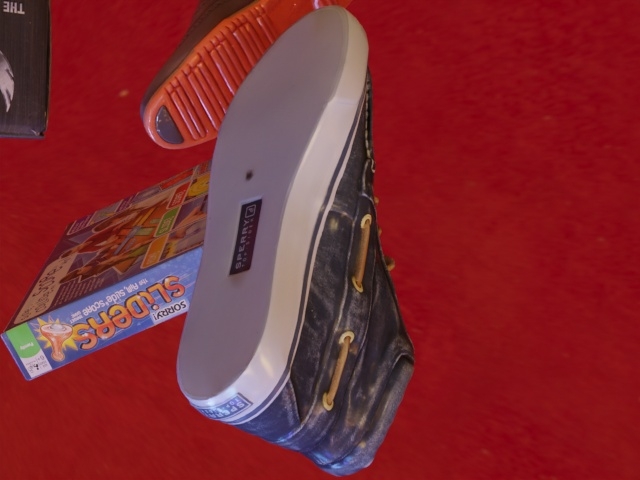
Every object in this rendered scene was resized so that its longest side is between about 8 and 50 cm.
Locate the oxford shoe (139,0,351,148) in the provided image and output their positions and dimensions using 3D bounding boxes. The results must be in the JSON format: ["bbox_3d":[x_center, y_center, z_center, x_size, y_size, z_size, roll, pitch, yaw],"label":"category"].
[{"bbox_3d":[-0.069,-0.183,1.549,0.271,0.098,0.097,-47,139,-23],"label":"oxford shoe"}]

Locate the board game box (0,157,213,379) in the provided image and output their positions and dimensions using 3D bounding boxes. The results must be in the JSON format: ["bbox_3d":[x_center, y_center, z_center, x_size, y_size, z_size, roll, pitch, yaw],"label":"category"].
[{"bbox_3d":[-0.113,0.009,1.144,0.136,0.201,0.035,-23,106,12],"label":"board game box"}]

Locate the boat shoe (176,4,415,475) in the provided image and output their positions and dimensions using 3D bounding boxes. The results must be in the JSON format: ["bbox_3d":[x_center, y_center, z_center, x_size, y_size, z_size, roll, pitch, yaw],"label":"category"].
[{"bbox_3d":[0.000,0.000,0.727,0.083,0.065,0.183,36,57,-37],"label":"boat shoe"}]

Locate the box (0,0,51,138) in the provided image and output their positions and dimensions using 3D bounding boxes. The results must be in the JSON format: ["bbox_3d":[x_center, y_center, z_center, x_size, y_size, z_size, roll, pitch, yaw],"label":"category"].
[{"bbox_3d":[-0.229,-0.063,0.563,0.231,0.183,0.056,2,90,-50],"label":"box"}]
